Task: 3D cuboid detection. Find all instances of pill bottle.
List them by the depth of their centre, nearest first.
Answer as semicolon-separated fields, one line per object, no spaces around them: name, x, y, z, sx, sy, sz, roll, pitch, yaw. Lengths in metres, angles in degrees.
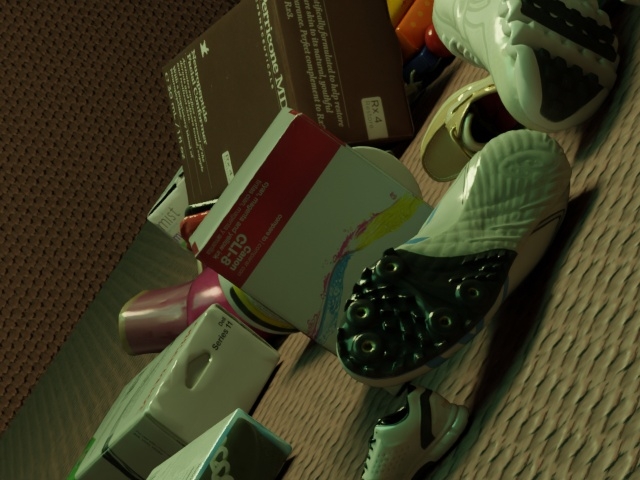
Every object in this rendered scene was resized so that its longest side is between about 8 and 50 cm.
pill bottle;0.000;0.000;1.622;0.119;0.119;0.208;-57;10;-28

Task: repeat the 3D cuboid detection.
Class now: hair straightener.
hair straightener;-0.032;-0.051;1.933;0.230;0.047;0.089;-21;18;7

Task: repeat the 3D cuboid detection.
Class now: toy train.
toy train;0.077;-0.237;2.085;0.248;0.143;0.105;-56;9;-26

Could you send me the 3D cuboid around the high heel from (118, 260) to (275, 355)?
high heel;-0.056;0.037;1.989;0.181;0.127;0.377;-6;21;23

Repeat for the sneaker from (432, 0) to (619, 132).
sneaker;0.146;-0.166;1.430;0.118;0.110;0.292;-46;28;30

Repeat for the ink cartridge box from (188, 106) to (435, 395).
ink cartridge box;0.014;0.006;1.348;0.127;0.176;0.128;-55;8;0

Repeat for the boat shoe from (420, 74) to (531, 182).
boat shoe;0.131;-0.094;1.507;0.170;0.063;0.059;-43;7;42

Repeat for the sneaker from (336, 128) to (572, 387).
sneaker;0.089;0.021;1.194;0.237;0.085;0.086;-47;-27;-38

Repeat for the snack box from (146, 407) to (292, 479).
snack box;-0.152;0.290;1.440;0.322;0.060;0.187;-58;10;-32

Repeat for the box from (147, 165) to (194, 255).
box;-0.095;-0.127;2.589;0.262;0.127;0.231;-41;15;50

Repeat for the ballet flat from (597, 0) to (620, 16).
ballet flat;0.262;-0.292;1.543;0.280;0.095;0.096;-52;-3;3

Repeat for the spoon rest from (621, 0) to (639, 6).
spoon rest;0.267;-0.221;1.247;0.137;0.084;0.276;-53;10;-6

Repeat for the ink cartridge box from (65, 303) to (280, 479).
ink cartridge box;-0.143;0.173;1.771;0.208;0.087;0.153;-43;12;50

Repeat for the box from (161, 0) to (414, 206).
box;-0.045;-0.156;2.092;0.143;0.191;0.381;-8;-7;-25

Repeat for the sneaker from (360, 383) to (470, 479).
sneaker;0.042;0.131;1.136;0.109;0.044;0.040;-52;10;12
